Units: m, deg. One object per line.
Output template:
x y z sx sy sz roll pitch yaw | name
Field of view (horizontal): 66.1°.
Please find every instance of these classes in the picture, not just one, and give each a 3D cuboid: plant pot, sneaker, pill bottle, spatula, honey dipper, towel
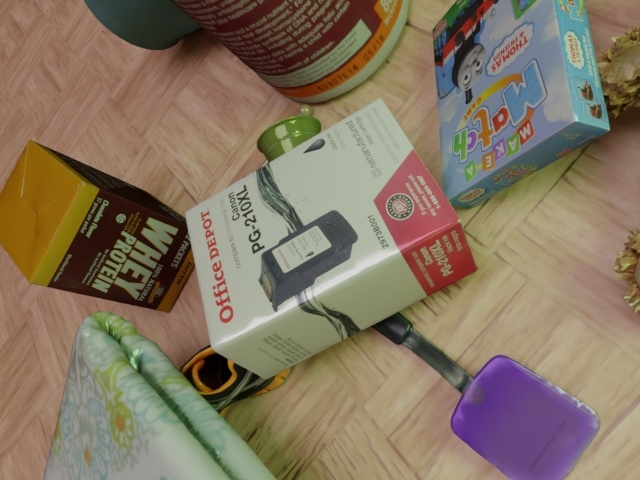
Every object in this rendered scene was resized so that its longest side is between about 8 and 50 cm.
-0.237 -0.442 0.753 0.255 0.272 0.271 -29 58 40 | plant pot
-0.136 0.167 0.564 0.215 0.083 0.084 -39 58 19 | sneaker
-0.083 -0.335 0.510 0.224 0.392 0.224 -12 67 31 | pill bottle
-0.025 -0.093 0.589 0.083 0.083 0.079 -28 71 24 | plant pot
0.095 0.101 0.459 0.296 0.030 0.084 35 93 38 | spatula
-0.062 -0.111 0.648 0.160 0.030 0.030 -51 53 4 | honey dipper
-0.169 0.300 0.493 0.374 0.090 0.320 32 108 34 | towel

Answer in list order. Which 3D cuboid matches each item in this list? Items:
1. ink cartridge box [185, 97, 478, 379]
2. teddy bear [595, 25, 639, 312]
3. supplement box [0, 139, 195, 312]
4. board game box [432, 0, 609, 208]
0.000 0.000 0.482 0.237 0.100 0.172 -29 53 9 | ink cartridge box
0.314 -0.095 0.346 0.245 0.113 0.338 -19 70 38 | teddy bear
-0.300 -0.016 0.670 0.191 0.194 0.129 29 91 38 | supplement box
0.165 -0.156 0.447 0.160 0.039 0.211 140 134 -62 | board game box
